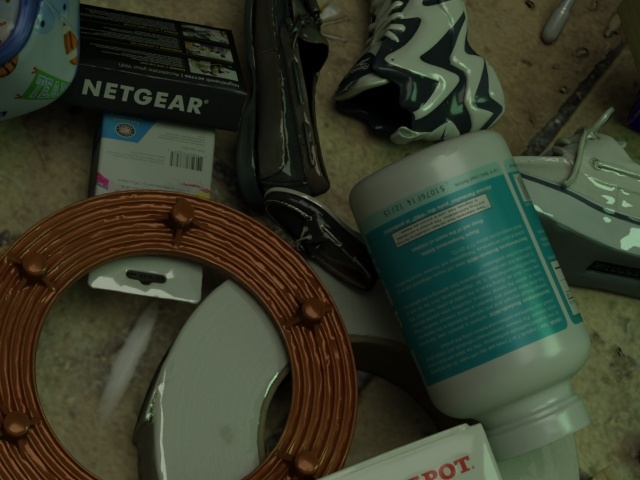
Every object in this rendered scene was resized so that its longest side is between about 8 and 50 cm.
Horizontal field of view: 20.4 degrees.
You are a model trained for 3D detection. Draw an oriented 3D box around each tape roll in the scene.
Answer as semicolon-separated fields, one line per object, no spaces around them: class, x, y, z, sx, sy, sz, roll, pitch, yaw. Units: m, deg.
tape roll;0.034;0.189;1.543;0.392;0.072;0.392;7;64;-15

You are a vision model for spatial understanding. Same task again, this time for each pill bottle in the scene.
pill bottle;0.136;0.050;1.507;0.146;0.146;0.264;-20;84;-26

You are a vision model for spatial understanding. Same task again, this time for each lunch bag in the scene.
lunch bag;-0.333;-0.228;1.543;0.243;0.115;0.303;-13;63;18

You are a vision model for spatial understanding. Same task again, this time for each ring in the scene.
ring;-0.125;0.107;1.469;0.337;0.032;0.336;7;64;-15

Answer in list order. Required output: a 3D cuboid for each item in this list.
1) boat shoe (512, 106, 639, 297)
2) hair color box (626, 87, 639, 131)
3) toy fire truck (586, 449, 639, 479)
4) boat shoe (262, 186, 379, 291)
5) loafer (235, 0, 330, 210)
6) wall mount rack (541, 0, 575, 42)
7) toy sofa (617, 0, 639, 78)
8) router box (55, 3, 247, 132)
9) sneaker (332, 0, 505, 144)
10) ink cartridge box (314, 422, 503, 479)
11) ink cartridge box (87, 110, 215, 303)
boat shoe;0.257;-0.051;1.698;0.367;0.136;0.156;12;63;-16
hair color box;0.468;-0.225;1.869;0.185;0.110;0.339;29;62;-4
toy fire truck;0.287;0.246;1.617;0.135;0.047;0.192;18;61;-9
boat shoe;0.000;0.000;1.556;0.125;0.046;0.038;35;54;-10
loafer;-0.021;-0.155;1.663;0.084;0.096;0.267;-4;69;21
wall mount rack;0.224;-0.394;1.860;0.350;0.130;0.304;30;56;-4
toy sofa;0.489;-0.216;1.710;0.362;0.177;0.150;-7;69;-21
router box;-0.163;-0.161;1.619;0.179;0.046;0.133;9;30;-15
sneaker;0.063;-0.192;1.719;0.153;0.094;0.235;-20;83;-35
ink cartridge box;0.071;0.304;1.390;0.198;0.115;0.273;-18;83;-22
ink cartridge box;-0.155;-0.022;1.582;0.104;0.061;0.181;10;62;-13
